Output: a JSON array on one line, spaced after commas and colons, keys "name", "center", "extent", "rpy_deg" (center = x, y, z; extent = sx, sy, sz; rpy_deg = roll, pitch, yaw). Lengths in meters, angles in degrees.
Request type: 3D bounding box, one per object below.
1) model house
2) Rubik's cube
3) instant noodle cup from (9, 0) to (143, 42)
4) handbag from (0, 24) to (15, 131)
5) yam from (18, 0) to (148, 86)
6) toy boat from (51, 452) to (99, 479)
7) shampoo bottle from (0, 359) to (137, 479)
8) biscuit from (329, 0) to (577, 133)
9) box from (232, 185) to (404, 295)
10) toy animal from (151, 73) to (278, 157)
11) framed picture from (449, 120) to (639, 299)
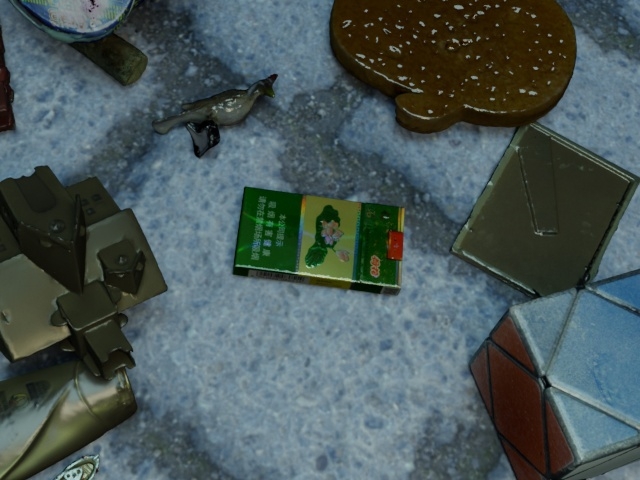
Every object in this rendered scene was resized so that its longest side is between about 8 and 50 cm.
[{"name": "model house", "center": [-0.302, 0.052, 1.166], "extent": [0.211, 0.204, 0.243], "rpy_deg": [-26, 57, -25]}, {"name": "Rubik's cube", "center": [0.336, 0.182, 1.215], "extent": [0.204, 0.207, 0.205], "rpy_deg": [-15, 65, -14]}, {"name": "instant noodle cup", "center": [-0.290, -0.472, 1.403], "extent": [0.284, 0.284, 0.312], "rpy_deg": [33, 40, 9]}, {"name": "handbag", "center": [-0.589, -0.250, 1.374], "extent": [0.275, 0.084, 0.260], "rpy_deg": [-10, 63, -14]}, {"name": "yam", "center": [-0.375, -0.327, 1.452], "extent": [0.274, 0.061, 0.061], "rpy_deg": [37, 64, 12]}, {"name": "toy boat", "center": [-0.299, 0.289, 1.163], "extent": [0.038, 0.038, 0.083], "rpy_deg": [41, 66, 13]}, {"name": "shampoo bottle", "center": [-0.392, 0.236, 1.149], "extent": [0.350, 0.084, 0.126], "rpy_deg": [-23, 67, -19]}, {"name": "biscuit", "center": [0.203, -0.306, 1.521], "extent": [0.394, 0.070, 0.351], "rpy_deg": [25, 65, 6]}, {"name": "box", "center": [0.000, 0.000, 1.354], "extent": [0.235, 0.034, 0.132], "rpy_deg": [8, 62, -5]}, {"name": "toy animal", "center": [-0.141, -0.196, 1.418], "extent": [0.202, 0.070, 0.105], "rpy_deg": [-35, 54, -18]}, {"name": "framed picture", "center": [0.339, -0.041, 1.434], "extent": [0.208, 0.019, 0.281], "rpy_deg": [31, 63, 8]}]
